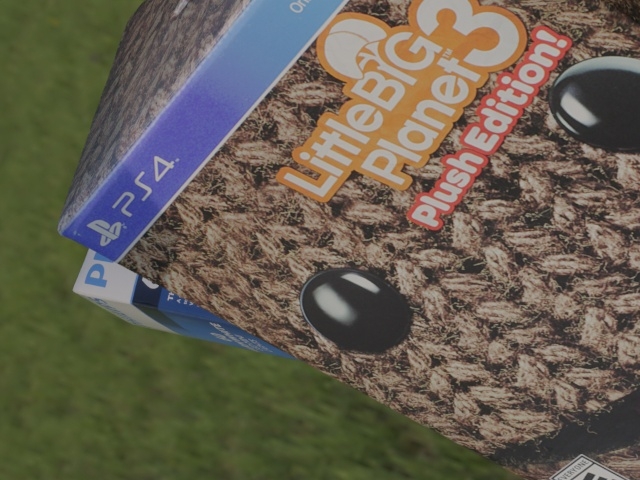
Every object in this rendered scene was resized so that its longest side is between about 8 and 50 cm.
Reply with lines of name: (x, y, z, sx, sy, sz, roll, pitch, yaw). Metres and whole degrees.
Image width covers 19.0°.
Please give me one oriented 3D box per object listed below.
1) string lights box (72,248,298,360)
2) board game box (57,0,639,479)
string lights box: (0.000, 0.000, 1.088, 0.260, 0.077, 0.133, 11, 77, 28)
board game box: (0.083, -0.046, 0.784, 0.232, 0.291, 0.141, -46, 23, 41)
